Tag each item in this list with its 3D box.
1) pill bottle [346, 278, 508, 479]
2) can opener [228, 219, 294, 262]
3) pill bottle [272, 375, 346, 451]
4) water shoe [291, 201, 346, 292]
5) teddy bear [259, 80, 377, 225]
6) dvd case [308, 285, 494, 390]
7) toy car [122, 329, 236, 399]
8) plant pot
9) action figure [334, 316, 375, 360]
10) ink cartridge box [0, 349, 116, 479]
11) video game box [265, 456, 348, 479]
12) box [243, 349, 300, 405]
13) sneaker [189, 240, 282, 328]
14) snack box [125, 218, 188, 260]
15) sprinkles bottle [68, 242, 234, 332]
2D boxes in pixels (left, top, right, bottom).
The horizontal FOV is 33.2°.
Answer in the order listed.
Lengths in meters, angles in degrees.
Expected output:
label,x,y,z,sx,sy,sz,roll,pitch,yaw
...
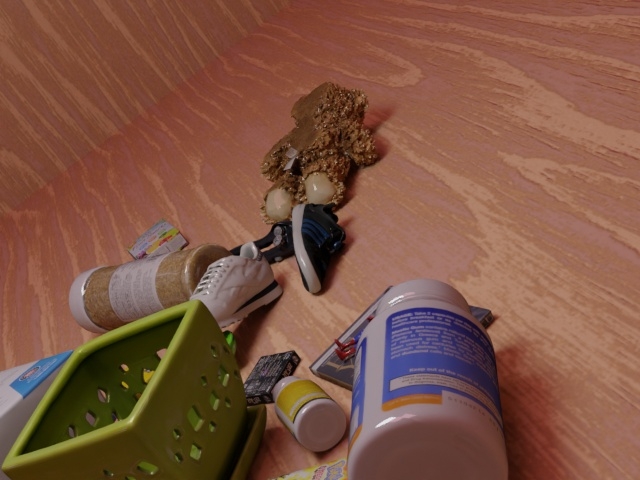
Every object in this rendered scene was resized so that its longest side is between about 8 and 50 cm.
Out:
label,x,y,z,sx,sy,sz,roll,pitch,yaw
pill bottle,0.108,0.156,1.104,0.152,0.152,0.272,-28,23,19
can opener,-0.092,0.017,1.811,0.186,0.073,0.059,-26,63,31
pill bottle,-0.018,0.205,1.299,0.065,0.065,0.116,-39,23,-9
water shoe,0.000,0.000,1.666,0.080,0.073,0.203,-12,37,3
teddy bear,-0.002,-0.146,1.951,0.245,0.113,0.338,-36,29,19
dvd case,0.096,0.129,1.349,0.164,0.018,0.221,-44,23,-18
toy car,-0.209,0.215,1.570,0.225,0.053,0.239,-34,23,4
plant pot,-0.205,0.241,1.309,0.227,0.207,0.228,-21,26,30
action figure,0.070,0.112,1.360,0.115,0.030,0.038,-27,18,13
ink cartridge box,-0.480,0.291,1.518,0.307,0.129,0.223,-18,19,35
video game box,-0.053,0.308,1.096,0.187,0.048,0.205,-18,14,20
box,-0.072,0.189,1.469,0.067,0.018,0.083,-16,29,39
sneaker,-0.152,0.080,1.624,0.090,0.095,0.235,-14,11,32
snack box,-0.331,0.010,2.168,0.100,0.037,0.141,-39,22,-10
sprinkles bottle,-0.291,0.086,1.850,0.355,0.121,0.121,-12,32,45
